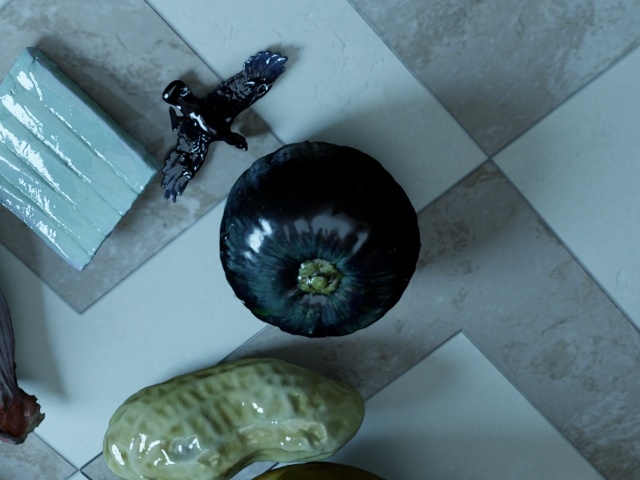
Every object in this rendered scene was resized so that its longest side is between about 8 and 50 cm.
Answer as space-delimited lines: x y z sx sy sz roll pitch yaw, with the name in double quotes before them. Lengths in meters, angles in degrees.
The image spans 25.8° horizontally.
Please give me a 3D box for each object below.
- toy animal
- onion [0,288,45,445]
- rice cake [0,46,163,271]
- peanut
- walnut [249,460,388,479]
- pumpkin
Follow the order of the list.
"toy animal" -0.125 -0.134 1.563 0.108 0.062 0.220 23 115 -37
"onion" -0.473 0.137 1.617 0.159 0.267 0.349 19 155 32
"rice cake" -0.296 -0.087 1.566 0.198 0.037 0.189 35 109 -10
"peanut" -0.107 0.225 1.696 0.325 0.153 0.140 -9 123 9
"walnut" -0.032 0.448 1.709 0.308 0.354 0.398 41 93 1
"pumpkin" 0.000 0.000 1.577 0.233 0.163 0.233 -1 119 -1
